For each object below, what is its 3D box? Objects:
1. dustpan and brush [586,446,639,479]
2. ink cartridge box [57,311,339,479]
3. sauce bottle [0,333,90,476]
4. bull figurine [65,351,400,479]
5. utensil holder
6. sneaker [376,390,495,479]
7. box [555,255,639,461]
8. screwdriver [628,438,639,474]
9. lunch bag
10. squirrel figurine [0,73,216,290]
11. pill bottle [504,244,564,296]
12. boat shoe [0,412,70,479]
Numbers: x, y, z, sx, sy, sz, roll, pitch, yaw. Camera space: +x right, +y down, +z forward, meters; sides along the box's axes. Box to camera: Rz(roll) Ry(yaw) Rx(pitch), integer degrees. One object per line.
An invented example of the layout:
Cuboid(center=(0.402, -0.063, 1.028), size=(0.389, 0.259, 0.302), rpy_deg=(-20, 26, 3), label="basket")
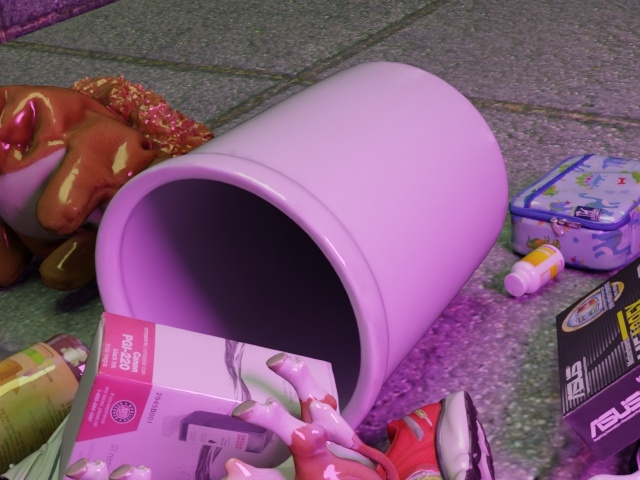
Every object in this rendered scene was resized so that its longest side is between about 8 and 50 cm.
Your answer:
Cuboid(center=(0.322, 0.205, 0.929), size=(0.211, 0.060, 0.147), rpy_deg=(4, 25, -22), label="dustpan and brush")
Cuboid(center=(-0.110, 0.171, 0.919), size=(0.218, 0.159, 0.092), rpy_deg=(13, 29, -17), label="ink cartridge box")
Cuboid(center=(-0.381, 0.211, 1.044), size=(0.111, 0.111, 0.344), rpy_deg=(20, 36, 42), label="sauce bottle")
Cuboid(center=(-0.086, 0.232, 0.811), size=(0.310, 0.188, 0.101), rpy_deg=(-29, 16, -16), label="bull figurine")
Cuboid(center=(0.000, 0.000, 1.144), size=(0.327, 0.328, 0.385), rpy_deg=(9, 28, 28), label="utensil holder")
Cuboid(center=(0.091, 0.246, 0.908), size=(0.118, 0.107, 0.279), rpy_deg=(-19, 20, 17), label="sneaker")
Cuboid(center=(0.335, 0.078, 1.005), size=(0.216, 0.060, 0.270), rpy_deg=(-39, 5, 20), label="box")
Cuboid(center=(0.284, 0.232, 0.937), size=(0.024, 0.025, 0.170), rpy_deg=(7, 29, 27), label="screwdriver")
Cuboid(center=(0.366, -0.043, 1.391), size=(0.176, 0.090, 0.219), rpy_deg=(14, 32, 40), label="lunch bag")
Cuboid(center=(-0.252, -0.091, 1.445), size=(0.370, 0.281, 0.397), rpy_deg=(11, 34, 20), label="squirrel figurine")
Cuboid(center=(0.268, 0.039, 1.297), size=(0.043, 0.043, 0.083), rpy_deg=(19, 36, 41), label="pill bottle")
Cuboid(center=(-0.264, 0.244, 0.979), size=(0.088, 0.096, 0.267), rpy_deg=(1, 36, 5), label="boat shoe")
